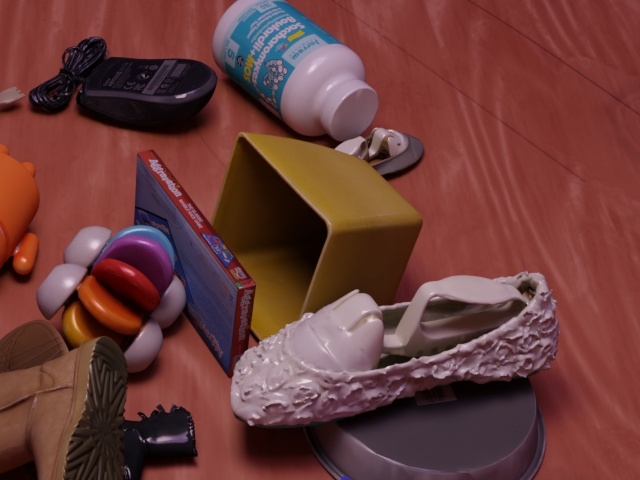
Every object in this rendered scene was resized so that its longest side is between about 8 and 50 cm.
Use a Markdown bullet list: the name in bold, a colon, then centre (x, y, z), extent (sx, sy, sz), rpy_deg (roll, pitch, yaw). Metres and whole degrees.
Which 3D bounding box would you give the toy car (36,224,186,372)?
- **toy car**: centre (-0.234, 0.052, 1.669), extent (0.159, 0.136, 0.182), rpy_deg (36, 40, -9)

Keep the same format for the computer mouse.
- **computer mouse**: centre (-0.275, -0.221, 2.081), extent (0.272, 0.072, 0.188), rpy_deg (9, 40, 21)

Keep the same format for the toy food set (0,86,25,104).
- **toy food set**: centre (-0.539, -0.232, 2.077), extent (0.132, 0.038, 0.192), rpy_deg (-32, 59, -29)

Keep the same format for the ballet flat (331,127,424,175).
- **ballet flat**: centre (0.072, -0.125, 2.010), extent (0.213, 0.068, 0.072), rpy_deg (-25, 50, -33)

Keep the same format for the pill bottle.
- **pill bottle**: centre (-0.033, -0.252, 2.085), extent (0.146, 0.146, 0.264), rpy_deg (-25, 49, -32)

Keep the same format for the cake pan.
- **cake pan**: centre (0.125, 0.194, 1.648), extent (0.293, 0.054, 0.293), rpy_deg (5, 40, -4)

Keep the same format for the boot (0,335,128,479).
- **boot**: centre (-0.328, 0.227, 1.434), extent (0.270, 0.089, 0.236), rpy_deg (-19, 40, 22)

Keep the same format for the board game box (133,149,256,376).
- **board game box**: centre (-0.161, 0.024, 1.736), extent (0.027, 0.145, 0.281), rpy_deg (-14, 45, -28)

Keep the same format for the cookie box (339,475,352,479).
- **cookie box**: centre (0.034, 0.316, 1.497), extent (0.092, 0.040, 0.107), rpy_deg (26, 43, 22)

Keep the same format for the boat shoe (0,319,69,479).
- **boat shoe**: centre (-0.299, 0.202, 1.562), extent (0.105, 0.089, 0.285), rpy_deg (-28, 43, 0)

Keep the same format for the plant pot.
- **plant pot**: centre (0.000, 0.000, 1.760), extent (0.187, 0.212, 0.212), rpy_deg (-7, 40, -37)

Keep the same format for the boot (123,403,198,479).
- **boot**: centre (-0.186, 0.236, 1.560), extent (0.099, 0.045, 0.121), rpy_deg (-3, 40, -17)

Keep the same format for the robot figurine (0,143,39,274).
- **robot figurine**: centre (-0.434, -0.029, 1.773), extent (0.128, 0.158, 0.219), rpy_deg (-6, 35, 20)

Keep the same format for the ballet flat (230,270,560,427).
- **ballet flat**: centre (0.088, 0.105, 1.604), extent (0.409, 0.147, 0.147), rpy_deg (-10, 43, -18)
